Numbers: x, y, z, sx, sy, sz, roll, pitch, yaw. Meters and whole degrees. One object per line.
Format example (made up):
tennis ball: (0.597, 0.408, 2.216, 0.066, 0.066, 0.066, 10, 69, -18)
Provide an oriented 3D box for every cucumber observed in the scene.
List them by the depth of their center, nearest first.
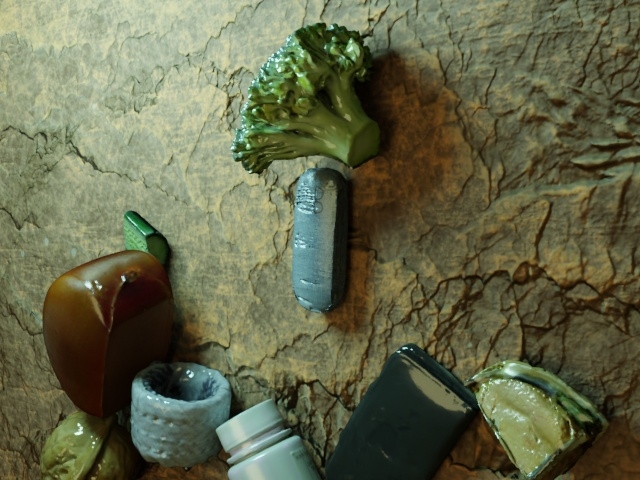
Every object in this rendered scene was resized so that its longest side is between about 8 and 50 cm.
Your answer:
cucumber: (-0.398, -0.002, 1.908, 0.115, 0.062, 0.116, 36, 138, 27)

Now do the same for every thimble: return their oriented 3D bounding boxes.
thimble: (-0.307, 0.371, 1.807, 0.245, 0.217, 0.157, 30, 116, 57)

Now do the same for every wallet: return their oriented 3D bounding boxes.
wallet: (0.138, 0.379, 1.568, 0.197, 0.051, 0.377, 39, 120, 23)

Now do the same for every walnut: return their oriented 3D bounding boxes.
walnut: (-0.559, 0.529, 2.039, 0.224, 0.257, 0.257, 31, 121, -6)

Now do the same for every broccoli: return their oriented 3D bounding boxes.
broccoli: (-0.012, -0.227, 1.463, 0.245, 0.248, 0.288, 37, 124, 22)

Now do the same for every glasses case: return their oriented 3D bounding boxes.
glasses case: (0.000, 0.000, 1.599, 0.109, 0.067, 0.282, 13, 104, 38)

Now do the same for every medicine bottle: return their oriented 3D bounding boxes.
medicine bottle: (-0.092, 0.482, 1.688, 0.170, 0.170, 0.293, -36, 77, 36)

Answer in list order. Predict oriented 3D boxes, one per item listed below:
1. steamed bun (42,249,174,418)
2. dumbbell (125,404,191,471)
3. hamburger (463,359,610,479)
steamed bun: (-0.484, 0.189, 1.883, 0.248, 0.235, 0.379, 35, 130, 26)
dumbbell: (-0.390, 0.456, 1.973, 0.254, 0.081, 0.081, 36, 118, 27)
hamburger: (0.349, 0.273, 1.357, 0.155, 0.135, 0.207, -52, 51, 15)
